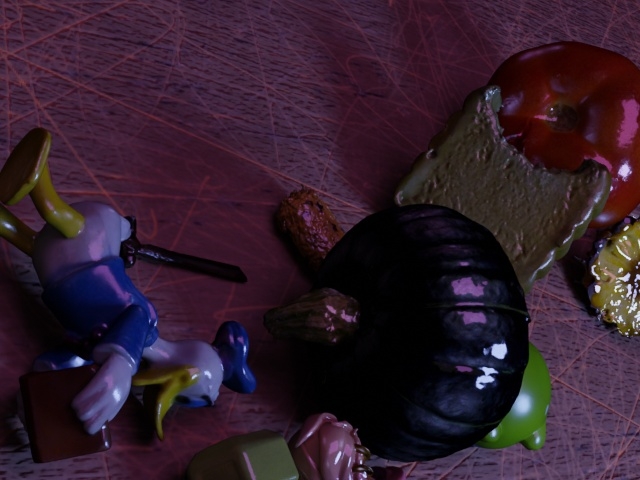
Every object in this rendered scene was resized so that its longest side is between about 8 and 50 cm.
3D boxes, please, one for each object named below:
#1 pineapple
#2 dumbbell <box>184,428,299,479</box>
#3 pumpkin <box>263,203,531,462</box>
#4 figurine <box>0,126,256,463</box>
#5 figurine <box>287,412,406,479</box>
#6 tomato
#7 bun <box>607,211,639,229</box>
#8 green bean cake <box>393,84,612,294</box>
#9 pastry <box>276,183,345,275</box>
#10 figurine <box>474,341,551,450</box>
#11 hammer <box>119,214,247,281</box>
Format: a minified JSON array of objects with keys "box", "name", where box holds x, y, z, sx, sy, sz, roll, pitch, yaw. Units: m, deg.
[{"box":[0.500,0.051,1.850,0.225,0.225,0.076,42,-2,-12],"name":"pineapple"},{"box":[-0.040,0.342,1.173,0.302,0.121,0.108,67,14,17],"name":"dumbbell"},{"box":[0.082,0.097,1.324,0.295,0.296,0.296,24,48,-29],"name":"pumpkin"},{"box":[-0.191,0.092,1.149,0.338,0.204,0.284,28,47,-31],"name":"figurine"},{"box":[0.027,0.258,1.250,0.114,0.126,0.157,-114,180,-54],"name":"figurine"},{"box":[0.378,-0.153,1.789,0.226,0.298,0.299,53,21,-63],"name":"tomato"},{"box":[0.509,0.010,1.942,0.115,0.069,0.115,25,46,-29],"name":"bun"},{"box":[0.249,-0.063,1.616,0.236,0.233,0.124,40,-2,13],"name":"green bean cake"},{"box":[0.000,0.000,1.490,0.140,0.056,0.080,49,33,-5],"name":"pastry"},{"box":[0.202,0.151,1.518,0.162,0.143,0.263,21,39,-39],"name":"figurine"},{"box":[-0.155,0.019,1.360,0.178,0.021,0.065,15,52,-36],"name":"hammer"}]
